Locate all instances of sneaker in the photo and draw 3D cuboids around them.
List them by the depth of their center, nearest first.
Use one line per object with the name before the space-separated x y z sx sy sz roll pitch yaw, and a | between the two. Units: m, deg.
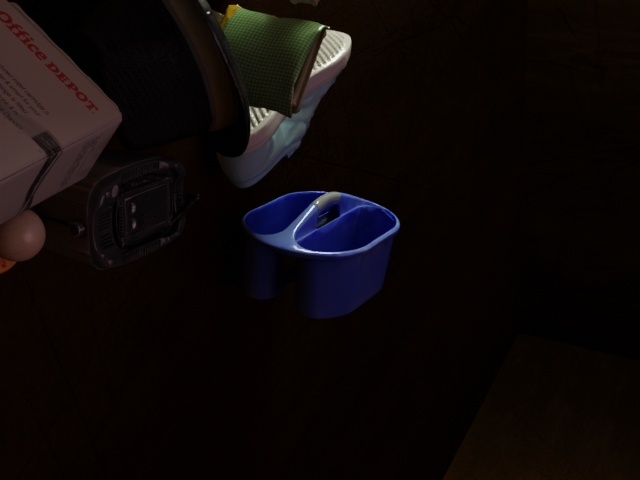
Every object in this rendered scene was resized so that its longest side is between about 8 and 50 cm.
sneaker | -0.067 -0.230 1.710 0.366 0.135 0.150 -47 149 -34

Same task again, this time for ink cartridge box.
ink cartridge box | -0.368 -0.117 1.005 0.114 0.197 0.273 -47 177 39

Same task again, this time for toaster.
toaster | -0.279 -0.052 1.300 0.227 0.147 0.129 -32 130 -56

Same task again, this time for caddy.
caddy | 0.000 0.000 1.804 0.341 0.241 0.179 -31 133 -58

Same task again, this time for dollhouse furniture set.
dollhouse furniture set | -0.099 -0.360 1.479 0.151 0.198 0.301 46 59 -62

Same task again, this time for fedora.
fedora | -0.224 -0.218 1.264 0.153 0.334 0.334 -33 138 -16

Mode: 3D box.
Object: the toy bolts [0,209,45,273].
toy bolts | -0.407 0.044 1.035 0.218 0.159 0.228 20 77 -64
